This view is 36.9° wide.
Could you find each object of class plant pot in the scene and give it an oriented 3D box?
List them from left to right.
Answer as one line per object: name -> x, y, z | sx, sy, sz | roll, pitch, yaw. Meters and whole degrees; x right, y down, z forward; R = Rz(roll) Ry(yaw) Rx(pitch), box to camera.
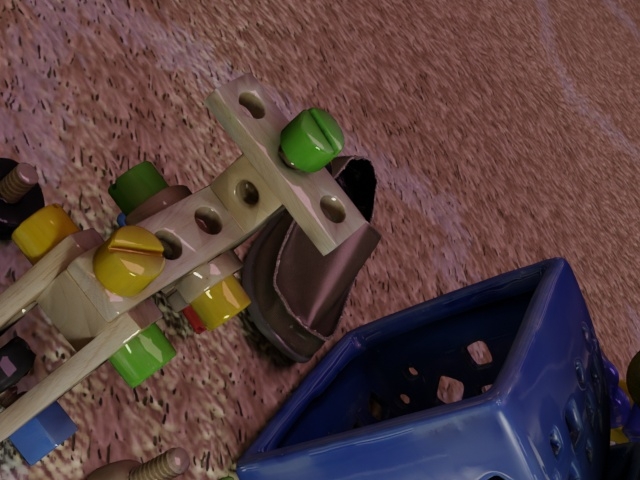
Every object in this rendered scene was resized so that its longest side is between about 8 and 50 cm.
plant pot -> 0.115, 0.177, 0.751 | 0.212, 0.236, 0.236 | 60, 33, -9

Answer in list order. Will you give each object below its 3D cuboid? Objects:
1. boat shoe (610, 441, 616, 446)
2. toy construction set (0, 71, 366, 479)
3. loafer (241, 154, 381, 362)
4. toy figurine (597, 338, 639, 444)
boat shoe -> 0.404, 0.265, 1.198 | 0.183, 0.066, 0.066 | 0, 68, -41
toy construction set -> -0.083, 0.040, 0.593 | 0.257, 0.237, 0.308 | 5, 60, -50
loafer -> 0.000, 0.000, 0.866 | 0.094, 0.087, 0.251 | 40, 37, -24
toy figurine -> 0.289, 0.196, 0.977 | 0.362, 0.217, 0.191 | 41, 68, -52
